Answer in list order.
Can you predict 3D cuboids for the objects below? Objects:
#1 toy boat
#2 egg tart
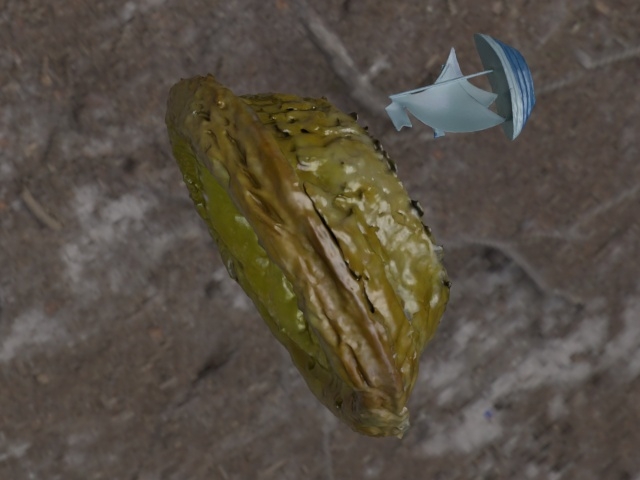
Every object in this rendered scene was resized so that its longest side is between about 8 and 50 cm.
[{"bbox_3d":[0.143,-0.131,1.248,0.149,0.105,0.034,-38,176,-23],"label":"toy boat"},{"bbox_3d":[0.000,0.000,0.579,0.074,0.191,0.191,-31,138,-8],"label":"egg tart"}]
